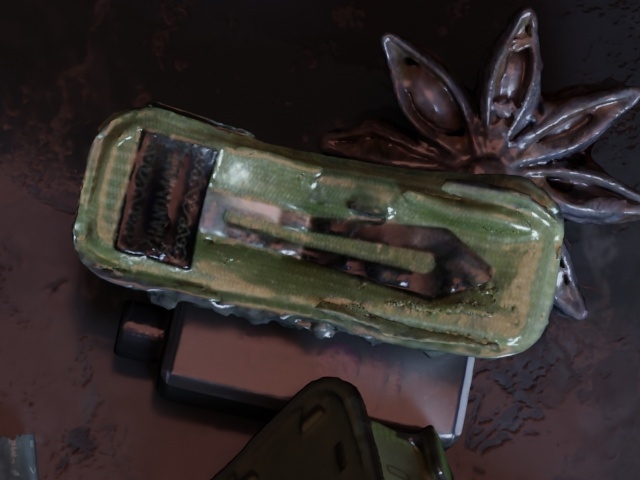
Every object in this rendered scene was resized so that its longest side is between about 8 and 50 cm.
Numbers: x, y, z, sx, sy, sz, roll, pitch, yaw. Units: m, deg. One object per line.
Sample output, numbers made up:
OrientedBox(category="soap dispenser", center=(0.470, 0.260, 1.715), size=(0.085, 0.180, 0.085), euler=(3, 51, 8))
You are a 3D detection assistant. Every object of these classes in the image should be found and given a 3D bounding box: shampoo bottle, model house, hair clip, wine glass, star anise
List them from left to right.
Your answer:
OrientedBox(category="wine glass", center=(-0.206, 0.175, 1.234), size=(0.042, 0.039, 0.083), euler=(-5, 73, -7))
OrientedBox(category="shampoo bottle", center=(-0.021, 0.087, 1.258), size=(0.246, 0.079, 0.080), euler=(13, 74, -5))
OrientedBox(category="hair clip", center=(-0.001, 0.000, 1.215), size=(0.321, 0.091, 0.138), euler=(13, 85, 0))
OrientedBox(category="model house", center=(0.062, 0.258, 1.212), size=(0.278, 0.218, 0.205), euler=(28, 32, -31))
OrientedBox(category="star anise", center=(0.119, -0.053, 1.299), size=(0.236, 0.109, 0.223), euler=(37, 99, -4))
